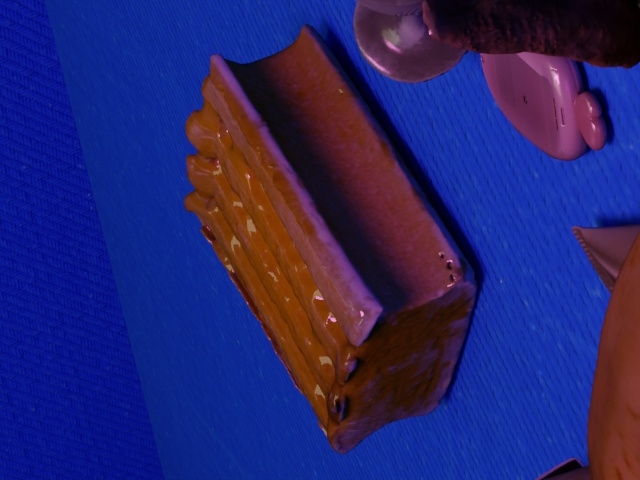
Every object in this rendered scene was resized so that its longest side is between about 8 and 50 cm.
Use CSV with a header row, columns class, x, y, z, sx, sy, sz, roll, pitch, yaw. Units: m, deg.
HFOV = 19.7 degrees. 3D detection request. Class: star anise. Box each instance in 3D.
class,x,y,z,sx,sy,sz,roll,pitch,yaw
star anise,0.185,-0.159,0.910,0.349,0.292,0.109,-80,-26,-66

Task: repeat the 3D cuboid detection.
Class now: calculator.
class,x,y,z,sx,sy,sz,roll,pitch,yaw
calculator,0.165,-0.114,1.391,0.166,0.024,0.103,44,151,55

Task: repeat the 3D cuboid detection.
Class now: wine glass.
class,x,y,z,sx,sy,sz,roll,pitch,yaw
wine glass,0.101,-0.115,1.313,0.264,0.096,0.309,61,-178,7

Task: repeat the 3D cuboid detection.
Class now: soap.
class,x,y,z,sx,sy,sz,roll,pitch,yaw
soap,0.000,0.000,1.803,0.335,0.156,0.293,59,157,27

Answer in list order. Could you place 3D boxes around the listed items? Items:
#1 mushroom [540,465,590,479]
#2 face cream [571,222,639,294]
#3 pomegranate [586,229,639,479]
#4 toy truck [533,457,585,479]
class,x,y,z,sx,sy,sz,roll,pitch,yaw
mushroom,0.222,0.323,1.271,0.352,0.260,0.352,13,112,34
face cream,0.254,0.034,1.237,0.137,0.084,0.341,58,170,-1
pomegranate,0.272,0.074,0.839,0.332,0.332,0.332,55,159,34
toy truck,0.253,0.297,1.512,0.242,0.101,0.125,48,166,41
